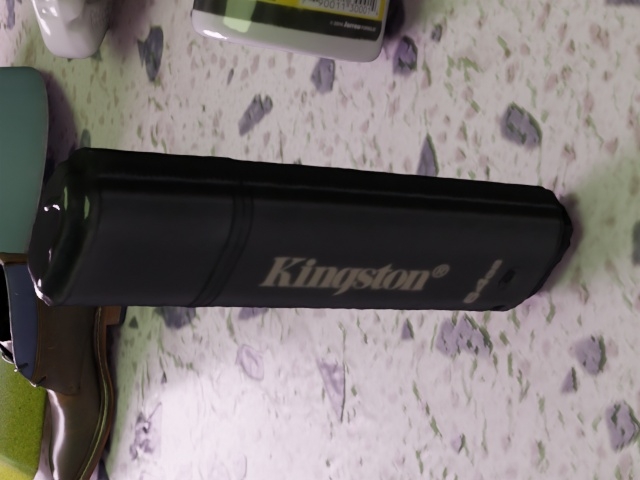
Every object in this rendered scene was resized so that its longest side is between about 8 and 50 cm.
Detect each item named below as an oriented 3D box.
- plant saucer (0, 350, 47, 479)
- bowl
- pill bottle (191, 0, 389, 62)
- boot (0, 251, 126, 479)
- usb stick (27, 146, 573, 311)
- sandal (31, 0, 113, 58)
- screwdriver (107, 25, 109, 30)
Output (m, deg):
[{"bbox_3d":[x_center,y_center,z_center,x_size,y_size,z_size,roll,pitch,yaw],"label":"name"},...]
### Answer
[{"bbox_3d":[-0.303,0.152,1.258,0.188,0.045,0.188,-39,42,49],"label":"plant saucer"},{"bbox_3d":[-0.386,-0.036,1.283,0.311,0.163,0.311,-37,45,49],"label":"bowl"},{"bbox_3d":[-0.005,-0.217,0.806,0.119,0.119,0.208,23,106,55],"label":"pill bottle"},{"bbox_3d":[-0.231,0.105,1.136,0.082,0.106,0.219,21,104,56],"label":"boot"},{"bbox_3d":[0.000,0.000,0.635,0.045,0.278,0.077,55,131,43],"label":"usb stick"},{"bbox_3d":[-0.251,-0.321,1.034,0.169,0.102,0.416,-83,-14,-56],"label":"sandal"},{"bbox_3d":[-0.221,-0.243,1.227,0.025,0.024,0.170,84,159,-46],"label":"screwdriver"}]
